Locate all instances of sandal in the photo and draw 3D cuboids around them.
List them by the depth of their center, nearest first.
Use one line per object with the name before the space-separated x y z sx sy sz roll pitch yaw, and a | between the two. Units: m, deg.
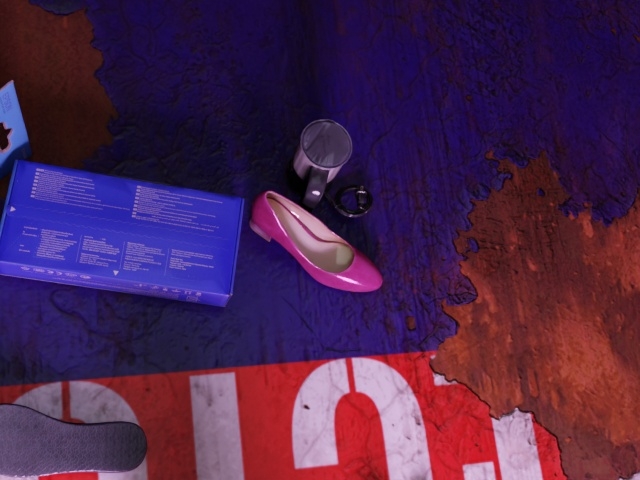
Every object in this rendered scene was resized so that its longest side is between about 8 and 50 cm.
sandal | -0.377 0.290 1.247 0.254 0.054 0.097 13 77 -19

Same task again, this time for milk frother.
milk frother | 0.026 -0.110 1.421 0.143 0.135 0.129 -3 74 -14

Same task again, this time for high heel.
high heel | 0.000 0.000 1.388 0.244 0.117 0.082 34 68 0

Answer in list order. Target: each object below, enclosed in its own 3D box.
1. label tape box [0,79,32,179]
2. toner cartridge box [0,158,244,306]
label tape box | -0.570 -0.089 1.221 0.106 0.240 0.334 39 67 4
toner cartridge box | -0.300 -0.009 1.345 0.348 0.075 0.165 10 69 -10
